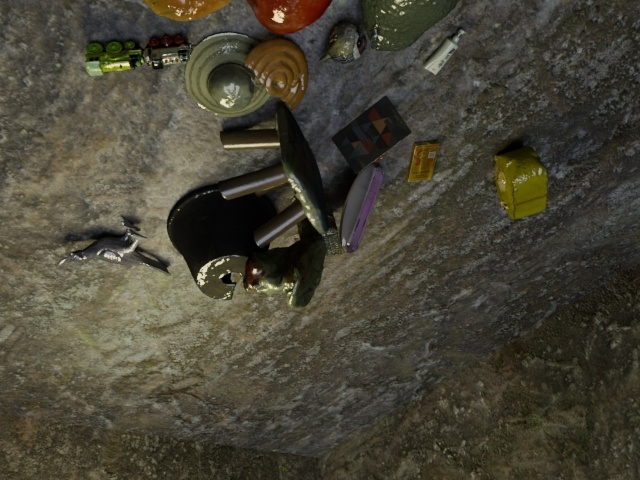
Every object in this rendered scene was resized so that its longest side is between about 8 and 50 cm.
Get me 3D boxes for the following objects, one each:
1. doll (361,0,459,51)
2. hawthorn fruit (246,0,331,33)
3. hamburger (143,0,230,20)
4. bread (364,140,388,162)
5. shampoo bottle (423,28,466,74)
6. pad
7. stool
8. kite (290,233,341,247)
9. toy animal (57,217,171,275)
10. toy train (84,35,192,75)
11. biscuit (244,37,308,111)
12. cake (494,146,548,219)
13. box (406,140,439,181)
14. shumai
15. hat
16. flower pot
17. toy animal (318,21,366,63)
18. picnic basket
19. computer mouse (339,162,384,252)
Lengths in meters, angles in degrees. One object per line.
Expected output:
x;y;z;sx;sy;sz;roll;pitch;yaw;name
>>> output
0.207;-0.583;1.171;0.247;0.247;0.349;-6;164;-12;doll
-0.039;-0.588;1.128;0.271;0.242;0.242;-17;140;-12;hawthorn fruit
-0.301;-0.584;1.080;0.244;0.163;0.244;-9;140;-8;hamburger
0.165;-0.295;1.611;0.070;0.083;0.076;12;135;-41;bread
0.352;-0.534;1.450;0.049;0.034;0.141;22;124;-29;shampoo bottle
0.152;-0.318;1.559;0.211;0.143;0.003;-36;173;19;pad
-0.128;-0.174;1.489;0.226;0.310;0.310;-18;138;12;stool
0.000;0.000;1.937;0.244;0.006;0.198;10;132;-27;kite
-0.647;0.026;1.701;0.367;0.081;0.206;8;129;-36;toy animal
-0.436;-0.448;1.246;0.249;0.085;0.053;-9;155;-9;toy train
-0.094;-0.445;1.355;0.144;0.033;0.224;-51;144;0;biscuit
0.698;-0.209;1.811;0.156;0.179;0.261;-20;136;2;cake
0.346;-0.267;1.747;0.089;0.022;0.156;-10;138;-10;box
-0.106;0.076;1.586;0.203;0.272;0.222;17;106;19;shumai
-0.231;-0.401;1.345;0.252;0.110;0.252;-10;139;-8;hat
-0.314;0.027;1.685;0.379;0.251;0.379;-8;138;-7;flower pot
0.061;-0.502;1.348;0.098;0.098;0.137;11;148;-28;toy animal
-0.016;-0.055;1.732;0.134;0.196;0.154;-15;140;2;picnic basket
0.126;-0.110;1.698;0.158;0.071;0.310;7;102;-70;computer mouse
